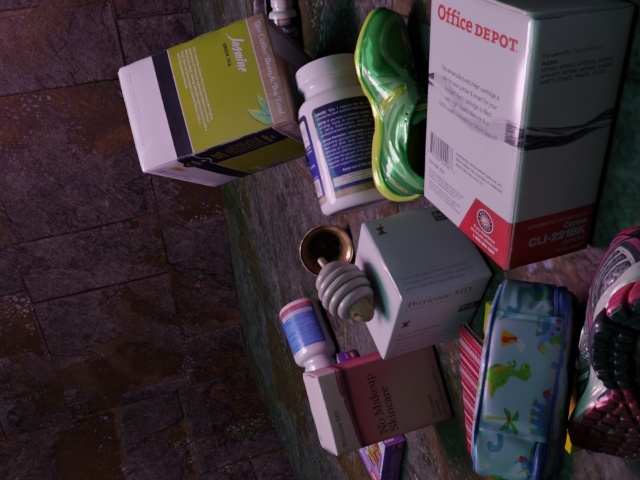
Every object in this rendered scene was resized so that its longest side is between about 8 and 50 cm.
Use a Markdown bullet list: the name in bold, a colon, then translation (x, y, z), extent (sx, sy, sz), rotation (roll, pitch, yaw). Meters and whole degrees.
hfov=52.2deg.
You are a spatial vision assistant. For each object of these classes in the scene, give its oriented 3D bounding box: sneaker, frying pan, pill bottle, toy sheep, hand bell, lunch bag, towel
- **sneaker**: translation (0.135, -0.209, 0.997), extent (0.123, 0.109, 0.295), rotation (-2, 100, 50)
- **frying pan**: translation (-0.129, -0.466, 1.640), extent (0.197, 0.053, 0.326), rotation (-87, -7, -72)
- **pill bottle**: translation (-0.029, 0.287, 1.872), extent (0.124, 0.124, 0.221), rotation (102, 151, -56)
- **pill bottle**: translation (0.045, -0.188, 1.179), extent (0.153, 0.153, 0.265), rotation (155, 101, -74)
- **pill bottle**: translation (-0.084, -0.500, 1.520), extent (0.067, 0.067, 0.120), rotation (-131, 31, -59)
- **toy sheep**: translation (0.036, 0.075, 1.001), extent (0.132, 0.091, 0.091), rotation (44, 149, 29)
- **sneaker**: translation (0.312, 0.119, 0.636), extent (0.299, 0.121, 0.112), rotation (78, -157, -43)
- **hand bell**: translation (0.000, 0.000, 1.626), extent (0.242, 0.126, 0.126), rotation (-121, 20, -76)
- **lunch bag**: translation (0.233, 0.161, 0.731), extent (0.176, 0.090, 0.219), rotation (46, -126, -60)
- **towel**: translation (0.268, 0.280, 0.974), extent (0.199, 0.031, 0.275), rotation (-126, 22, -59)

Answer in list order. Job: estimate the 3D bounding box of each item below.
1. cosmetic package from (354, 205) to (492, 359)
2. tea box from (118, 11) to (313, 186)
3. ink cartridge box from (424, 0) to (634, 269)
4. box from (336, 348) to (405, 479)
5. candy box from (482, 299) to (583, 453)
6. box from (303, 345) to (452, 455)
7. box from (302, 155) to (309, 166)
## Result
- **cosmetic package**: translation (0.150, 0.066, 1.033), extent (0.184, 0.151, 0.151), rotation (96, 156, -52)
- **tea box**: translation (-0.177, -0.271, 1.363), extent (0.329, 0.323, 0.220), rotation (2, -107, -75)
- **ink cartridge box**: translation (0.211, -0.139, 0.725), extent (0.197, 0.114, 0.273), rotation (-125, 25, -54)
- **box**: translation (0.116, 0.446, 1.632), extent (0.293, 0.057, 0.201), rotation (-121, 24, -46)
- **candy box**: translation (0.286, 0.177, 0.885), extent (0.206, 0.027, 0.105), rotation (-127, 29, -54)
- **box**: translation (0.104, 0.291, 1.226), extent (0.127, 0.232, 0.149), rotation (145, 110, -74)
- **box**: translation (-0.040, -0.242, 1.670), extent (0.067, 0.018, 0.083), rotation (96, 155, -48)
